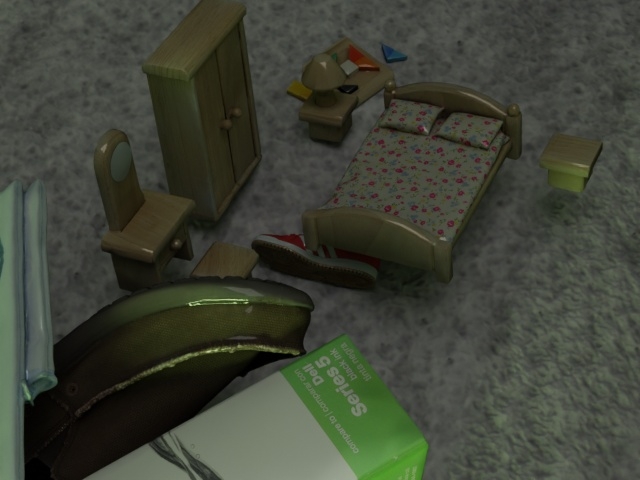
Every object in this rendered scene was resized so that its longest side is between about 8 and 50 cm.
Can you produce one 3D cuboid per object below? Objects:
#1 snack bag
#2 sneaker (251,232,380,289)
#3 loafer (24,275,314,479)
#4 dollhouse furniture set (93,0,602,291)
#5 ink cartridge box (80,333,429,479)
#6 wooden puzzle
[{"bbox_3d":[-0.304,0.162,1.035,0.037,0.323,0.343,25,43,-40],"label":"snack bag"},{"bbox_3d":[0.000,0.000,1.269,0.118,0.042,0.067,15,59,2],"label":"sneaker"},{"bbox_3d":[-0.154,0.134,1.075,0.366,0.134,0.130,-25,70,25],"label":"loafer"},{"bbox_3d":[0.031,-0.074,1.185,0.355,0.174,0.303,13,44,21],"label":"dollhouse furniture set"},{"bbox_3d":[-0.068,0.217,1.028,0.273,0.198,0.115,-27,61,-19],"label":"ink cartridge box"},{"bbox_3d":[0.028,-0.171,1.400,0.078,0.014,0.116,36,62,20],"label":"wooden puzzle"}]
